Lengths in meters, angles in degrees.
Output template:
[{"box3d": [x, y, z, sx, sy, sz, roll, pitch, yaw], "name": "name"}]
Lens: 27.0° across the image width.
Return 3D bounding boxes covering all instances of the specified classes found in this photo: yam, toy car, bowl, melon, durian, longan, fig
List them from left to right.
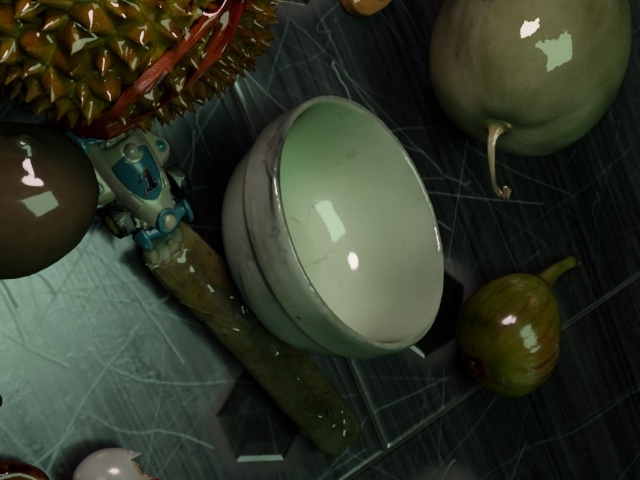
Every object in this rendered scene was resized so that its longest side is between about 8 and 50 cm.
[{"box3d": [-0.327, -0.043, 1.396, 0.189, 0.189, 0.189, -2, 94, -31], "name": "longan"}, {"box3d": [-0.220, -0.275, 1.347, 0.384, 0.347, 0.348, 13, 86, -18], "name": "durian"}, {"box3d": [-0.237, 0.292, 1.513, 0.139, 0.112, 0.112, -20, 87, -13], "name": "toy car"}, {"box3d": [-0.211, -0.076, 1.485, 0.126, 0.098, 0.161, -36, 86, -22], "name": "toy car"}, {"box3d": [-0.075, 0.122, 1.610, 0.083, 0.083, 0.371, -50, 116, -19], "name": "yam"}, {"box3d": [0.000, 0.000, 1.560, 0.307, 0.163, 0.307, 26, 52, -40], "name": "bowl"}, {"box3d": [0.265, -0.248, 1.688, 0.272, 0.271, 0.308, 50, 37, -23], "name": "melon"}, {"box3d": [0.291, 0.090, 1.788, 0.259, 0.151, 0.151, -41, 112, -26], "name": "fig"}]

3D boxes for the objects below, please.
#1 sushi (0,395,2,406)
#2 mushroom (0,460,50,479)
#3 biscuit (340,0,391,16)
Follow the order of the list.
[{"box3d": [-0.444, 0.174, 1.363, 0.225, 0.124, 0.127, -33, 109, -25], "name": "sushi"}, {"box3d": [-0.346, 0.303, 1.471, 0.123, 0.052, 0.123, -7, 104, -30], "name": "mushroom"}, {"box3d": [0.000, -0.432, 1.637, 0.339, 0.047, 0.216, 42, 71, -26], "name": "biscuit"}]
